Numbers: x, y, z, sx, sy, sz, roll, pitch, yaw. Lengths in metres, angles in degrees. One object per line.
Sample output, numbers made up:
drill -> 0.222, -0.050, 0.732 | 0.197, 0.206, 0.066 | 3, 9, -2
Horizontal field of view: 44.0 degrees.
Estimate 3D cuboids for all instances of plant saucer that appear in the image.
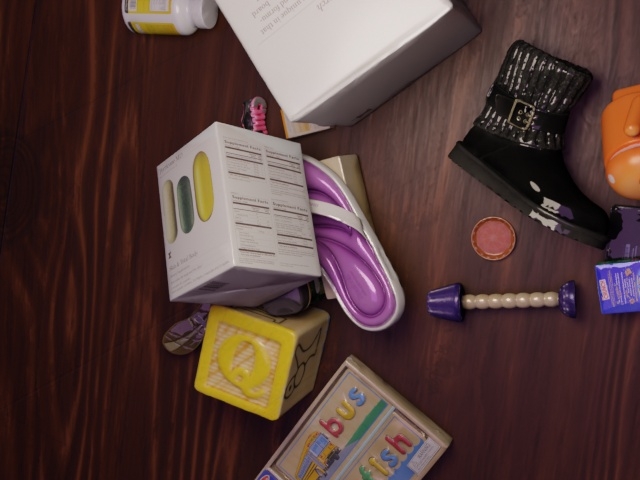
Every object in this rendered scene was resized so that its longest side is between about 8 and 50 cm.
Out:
plant saucer -> 0.332, -0.004, 1.520 | 0.083, 0.013, 0.084 | 2, 97, 19

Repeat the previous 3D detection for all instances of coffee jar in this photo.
coffee jar -> -0.046, 0.096, 1.580 | 0.096, 0.184, 0.079 | -9, 93, 21

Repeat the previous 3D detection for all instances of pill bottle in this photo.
pill bottle -> -0.312, -0.481, 1.652 | 0.184, 0.103, 0.103 | 7, 99, 19

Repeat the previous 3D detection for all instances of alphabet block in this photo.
alphabet block -> -0.114, 0.223, 1.614 | 0.193, 0.197, 0.193 | 15, 101, 18

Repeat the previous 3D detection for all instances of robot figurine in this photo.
robot figurine -> 0.539, -0.161, 1.333 | 0.128, 0.158, 0.220 | 10, 60, -5

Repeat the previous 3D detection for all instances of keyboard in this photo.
keyboard -> 0.572, 0.029, 1.432 | 0.108, 0.023, 0.180 | 8, 100, 26

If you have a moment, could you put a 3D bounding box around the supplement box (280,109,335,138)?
supplement box -> -0.025, -0.247, 1.610 | 0.098, 0.036, 0.062 | -10, 93, 21

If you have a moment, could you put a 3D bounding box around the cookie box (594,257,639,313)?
cookie box -> 0.552, 0.079, 1.412 | 0.107, 0.040, 0.092 | -7, 93, 27

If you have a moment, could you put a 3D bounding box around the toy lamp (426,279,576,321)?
toy lamp -> 0.339, 0.116, 1.500 | 0.274, 0.080, 0.080 | -1, 96, 20

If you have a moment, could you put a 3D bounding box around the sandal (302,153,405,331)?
sandal -> 0.010, -0.011, 1.491 | 0.416, 0.102, 0.169 | 50, 114, 14

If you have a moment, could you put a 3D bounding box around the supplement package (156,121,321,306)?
supplement package -> -0.151, -0.037, 1.426 | 0.199, 0.198, 0.263 | -27, 64, 42

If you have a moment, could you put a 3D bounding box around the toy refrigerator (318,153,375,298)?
toy refrigerator -> 0.045, -0.029, 1.584 | 0.102, 0.094, 0.270 | -13, 91, 28

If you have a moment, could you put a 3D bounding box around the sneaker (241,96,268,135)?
sneaker -> -0.143, -0.240, 1.657 | 0.057, 0.047, 0.120 | 9, 100, 41

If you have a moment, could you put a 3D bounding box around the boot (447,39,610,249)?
boot -> 0.411, -0.171, 1.383 | 0.348, 0.131, 0.260 | 40, 109, 24

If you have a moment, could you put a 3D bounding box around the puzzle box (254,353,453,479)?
puzzle box -> 0.049, 0.475, 1.663 | 0.272, 0.052, 0.409 | 38, 108, 13

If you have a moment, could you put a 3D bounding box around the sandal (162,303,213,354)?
sandal -> -0.269, 0.184, 1.751 | 0.180, 0.049, 0.072 | -45, 86, 4

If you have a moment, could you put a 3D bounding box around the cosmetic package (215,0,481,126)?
cosmetic package -> 0.027, -0.453, 1.410 | 0.327, 0.329, 0.394 | -34, 85, 20
